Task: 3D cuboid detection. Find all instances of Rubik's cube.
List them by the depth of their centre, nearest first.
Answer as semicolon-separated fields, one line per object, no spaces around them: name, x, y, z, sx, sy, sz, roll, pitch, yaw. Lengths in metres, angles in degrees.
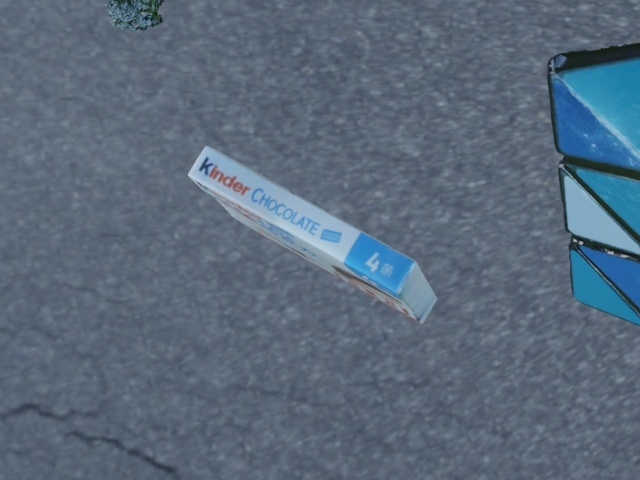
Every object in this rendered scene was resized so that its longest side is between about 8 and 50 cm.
Rubik's cube;0.286;-0.052;0.798;0.284;0.250;0.234;42;76;4

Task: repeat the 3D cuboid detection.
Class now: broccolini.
broccolini;-0.217;-0.437;1.535;0.074;0.079;0.392;-4;64;22

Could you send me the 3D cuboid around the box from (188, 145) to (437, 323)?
box;0.000;0.000;1.417;0.273;0.265;0.048;30;85;16
